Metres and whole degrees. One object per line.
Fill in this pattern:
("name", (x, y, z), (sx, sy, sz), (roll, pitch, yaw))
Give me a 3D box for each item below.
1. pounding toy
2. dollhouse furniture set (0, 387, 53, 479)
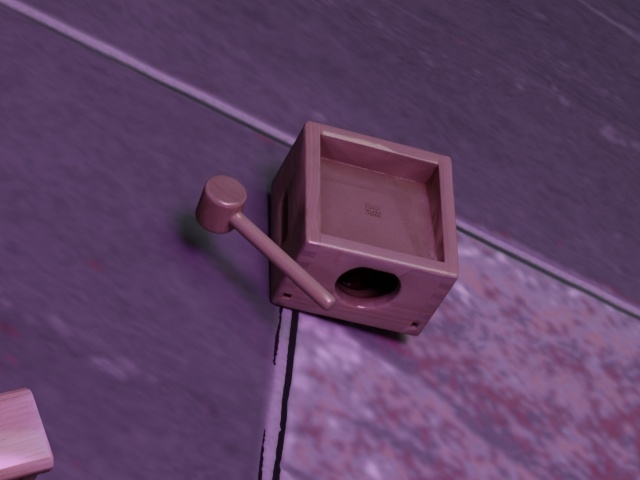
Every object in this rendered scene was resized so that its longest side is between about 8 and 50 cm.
("pounding toy", (-0.005, 0.006, 1.501), (0.206, 0.094, 0.181), (13, 48, -16))
("dollhouse furniture set", (-0.179, 0.279, 0.967), (0.303, 0.174, 0.355), (-12, 67, -25))
